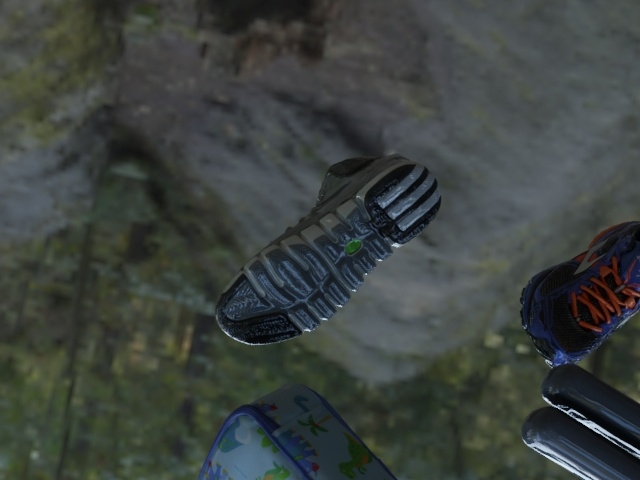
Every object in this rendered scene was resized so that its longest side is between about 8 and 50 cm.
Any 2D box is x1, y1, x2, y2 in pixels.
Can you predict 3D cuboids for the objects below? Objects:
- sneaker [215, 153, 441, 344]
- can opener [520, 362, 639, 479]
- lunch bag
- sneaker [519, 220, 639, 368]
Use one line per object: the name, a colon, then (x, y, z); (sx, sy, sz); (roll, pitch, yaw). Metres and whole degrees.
sneaker: (0.000, 0.000, 1.575); (0.086, 0.228, 0.132); (55, -179, -22)
can opener: (0.287, 0.183, 1.289); (0.283, 0.076, 0.095); (32, 159, -9)
lunch bag: (-0.009, 0.250, 1.513); (0.090, 0.176, 0.219); (-24, -117, -44)
sneaker: (0.249, 0.035, 1.509); (0.083, 0.221, 0.087); (54, 139, -6)
